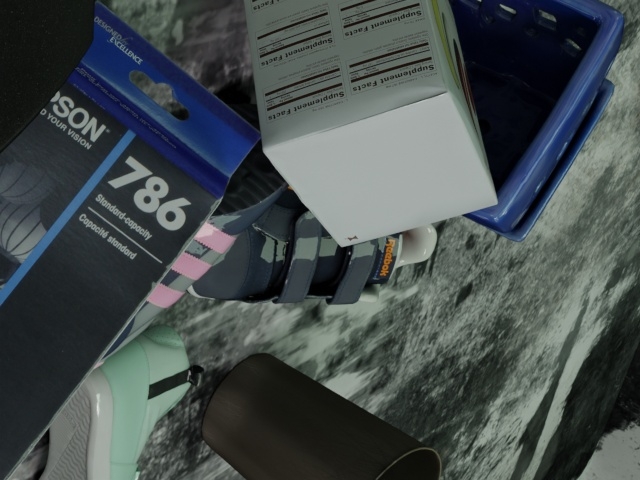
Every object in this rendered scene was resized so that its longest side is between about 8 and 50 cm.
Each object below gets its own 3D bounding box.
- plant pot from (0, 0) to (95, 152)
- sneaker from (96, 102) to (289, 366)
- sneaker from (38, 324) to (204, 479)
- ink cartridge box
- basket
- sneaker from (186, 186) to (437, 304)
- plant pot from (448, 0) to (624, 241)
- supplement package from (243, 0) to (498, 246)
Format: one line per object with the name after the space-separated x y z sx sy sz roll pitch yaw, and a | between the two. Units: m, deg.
-0.217 -0.152 0.551 0.167 0.187 0.188 -40 147 -52 | plant pot
-0.141 -0.001 0.898 0.319 0.112 0.131 -39 165 -32 | sneaker
-0.184 0.199 0.998 0.151 0.094 0.255 -26 138 -49 | sneaker
-0.193 -0.001 0.734 0.332 0.165 0.065 -55 -169 -11 | ink cartridge box
-0.007 0.235 1.166 0.154 0.227 0.204 -59 150 -1 | basket
0.000 0.000 1.071 0.321 0.127 0.126 -20 133 -47 | sneaker
0.160 -0.141 1.092 0.236 0.236 0.212 -60 158 -1 | plant pot
0.042 -0.137 0.886 0.149 0.203 0.194 -16 153 14 | supplement package
